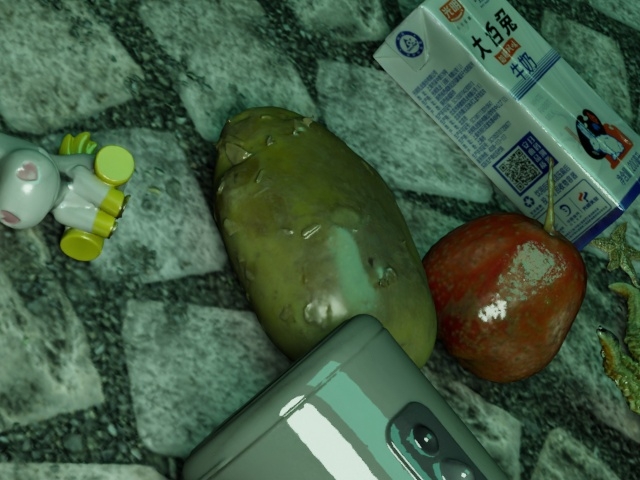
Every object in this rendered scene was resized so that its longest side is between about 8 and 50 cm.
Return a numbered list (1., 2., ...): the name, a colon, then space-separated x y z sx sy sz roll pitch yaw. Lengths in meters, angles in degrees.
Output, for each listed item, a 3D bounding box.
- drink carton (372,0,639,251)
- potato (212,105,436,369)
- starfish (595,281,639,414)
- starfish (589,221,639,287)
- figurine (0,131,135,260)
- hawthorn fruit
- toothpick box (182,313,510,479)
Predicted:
1. drink carton: 0.216 -0.144 2.012 0.315 0.106 0.130 47 41 0
2. potato: 0.000 0.000 1.707 0.191 0.141 0.296 -13 66 -47
3. starfish: 0.397 0.196 1.890 0.358 0.078 0.347 47 12 7
4. starfish: 0.330 0.009 2.057 0.092 0.016 0.086 18 47 -25
5. figurine: -0.250 -0.053 1.595 0.178 0.109 0.129 6 29 -35
6. hawthorn fruit: 0.190 0.032 1.785 0.162 0.203 0.162 42 9 -9
7. toothpick box: 0.065 0.232 1.513 0.316 0.229 0.229 49 42 2
